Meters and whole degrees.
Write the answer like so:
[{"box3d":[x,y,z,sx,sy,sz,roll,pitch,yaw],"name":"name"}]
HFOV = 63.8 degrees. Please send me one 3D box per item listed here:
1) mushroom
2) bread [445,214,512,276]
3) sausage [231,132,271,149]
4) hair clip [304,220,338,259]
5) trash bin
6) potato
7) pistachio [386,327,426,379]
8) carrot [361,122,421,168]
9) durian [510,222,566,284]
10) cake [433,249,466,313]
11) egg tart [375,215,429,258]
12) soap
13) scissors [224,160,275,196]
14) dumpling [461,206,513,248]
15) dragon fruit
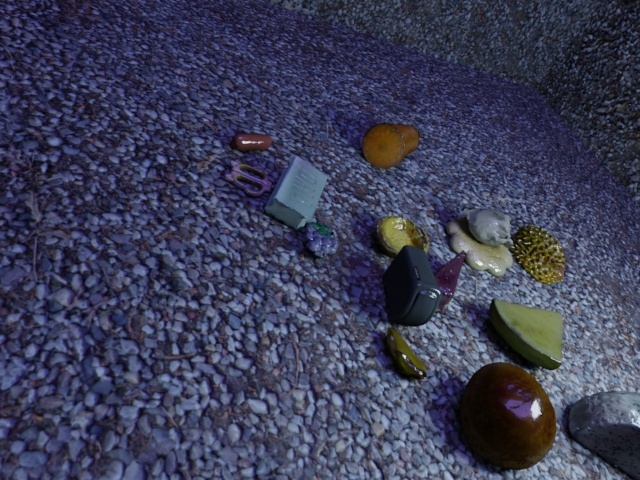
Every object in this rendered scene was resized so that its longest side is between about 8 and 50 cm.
[{"box3d":[0.519,0.458,1.394,0.283,0.195,0.263,-21,56,-44],"name":"mushroom"},{"box3d":[0.640,0.011,2.053,0.316,0.054,0.316,18,43,-17],"name":"bread"},{"box3d":[-0.253,-0.361,1.883,0.154,0.062,0.062,-8,52,-37],"name":"sausage"},{"box3d":[-0.001,0.001,1.680,0.124,0.052,0.195,30,30,-16],"name":"hair clip"},{"box3d":[0.278,0.149,1.586,0.101,0.177,0.236,15,39,-16],"name":"trash bin"},{"box3d":[0.672,0.292,1.733,0.255,0.112,0.269,30,36,6],"name":"potato"},{"box3d":[0.231,0.330,1.464,0.089,0.049,0.173,16,32,-56],"name":"pistachio"},{"box3d":[0.312,-0.431,2.223,0.196,0.196,0.254,38,33,10],"name":"carrot"},{"box3d":[0.892,0.045,2.101,0.260,0.186,0.154,37,31,28],"name":"durian"},{"box3d":[0.424,0.137,1.740,0.113,0.116,0.295,42,43,8],"name":"cake"},{"box3d":[0.280,0.001,1.810,0.212,0.090,0.212,16,40,-14],"name":"egg tart"},{"box3d":[-0.079,-0.160,1.733,0.150,0.094,0.261,30,42,-10],"name":"soap"},{"box3d":[-0.173,-0.183,1.776,0.317,0.024,0.160,22,40,-13],"name":"scissors"},{"box3d":[0.661,-0.053,2.013,0.247,0.142,0.172,47,7,28],"name":"dumpling"},{"box3d":[0.922,0.545,1.537,0.283,0.221,0.204,31,45,4],"name":"dragon fruit"}]
